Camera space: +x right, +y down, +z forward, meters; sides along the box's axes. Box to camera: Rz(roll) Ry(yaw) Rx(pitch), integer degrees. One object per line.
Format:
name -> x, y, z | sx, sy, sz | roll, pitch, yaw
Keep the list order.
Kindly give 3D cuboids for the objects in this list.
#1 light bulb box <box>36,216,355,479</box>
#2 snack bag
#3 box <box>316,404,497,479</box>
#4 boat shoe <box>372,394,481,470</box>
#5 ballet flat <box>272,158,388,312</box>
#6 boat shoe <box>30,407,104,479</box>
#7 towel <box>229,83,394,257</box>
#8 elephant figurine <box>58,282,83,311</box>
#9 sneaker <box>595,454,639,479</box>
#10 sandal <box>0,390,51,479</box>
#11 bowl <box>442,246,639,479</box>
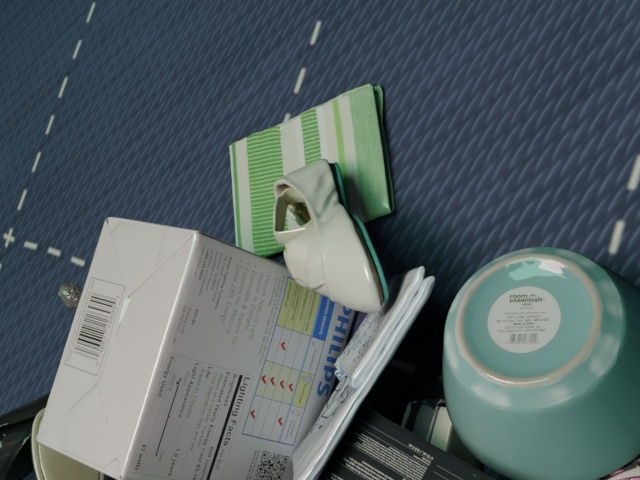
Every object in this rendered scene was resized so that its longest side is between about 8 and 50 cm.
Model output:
light bulb box -> -0.175, 0.189, 1.616 | 0.225, 0.361, 0.358 | 10, 80, 44
snack bag -> 0.044, 0.189, 1.486 | 0.037, 0.323, 0.343 | 32, 87, -1
box -> 0.120, 0.352, 1.326 | 0.261, 0.103, 0.184 | 25, 75, 35
boat shoe -> 0.116, 0.375, 1.471 | 0.158, 0.127, 0.341 | 1, 65, 44
ballet flat -> 0.000, 0.000, 1.574 | 0.139, 0.139, 0.400 | -49, 25, 15
boat shoe -> -0.426, 0.458, 1.854 | 0.113, 0.127, 0.340 | -35, 82, 48
towel -> -0.022, -0.110, 1.824 | 0.324, 0.038, 0.248 | -20, 63, 32
elephant figurine -> -0.308, 0.148, 1.842 | 0.169, 0.186, 0.240 | -25, 86, 52
sneaker -> 0.393, 0.292, 1.296 | 0.178, 0.072, 0.077 | -1, 63, 34
sandal -> -0.531, 0.384, 1.969 | 0.445, 0.167, 0.107 | -33, 47, 26
bowl -> 0.278, 0.132, 1.331 | 0.311, 0.163, 0.312 | -13, 56, 19
